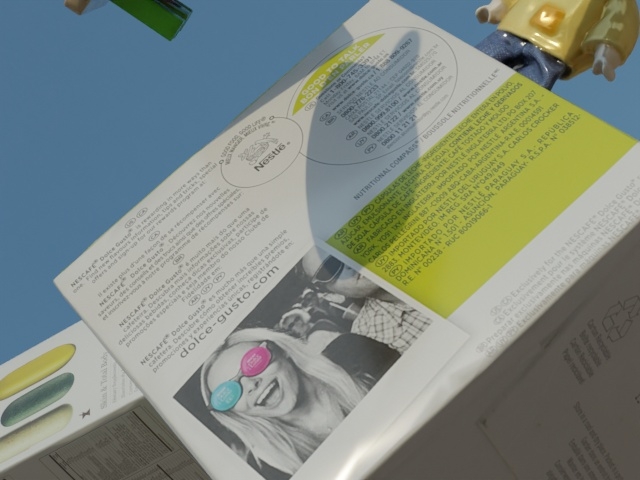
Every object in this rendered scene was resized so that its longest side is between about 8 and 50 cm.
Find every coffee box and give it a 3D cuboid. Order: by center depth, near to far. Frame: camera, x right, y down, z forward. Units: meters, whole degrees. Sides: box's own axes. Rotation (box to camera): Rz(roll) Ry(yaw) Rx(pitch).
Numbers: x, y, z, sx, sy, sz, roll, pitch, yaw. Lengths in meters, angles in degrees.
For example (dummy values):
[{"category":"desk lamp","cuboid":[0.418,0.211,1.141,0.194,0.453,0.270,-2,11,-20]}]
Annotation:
[{"category":"coffee box","cuboid":[0.077,0.086,0.953,0.338,0.334,0.338,-43,-45,-7]}]

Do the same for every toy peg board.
[{"category":"toy peg board","cuboid":[-0.109,-0.228,0.961,0.079,0.161,0.161,33,-81,-10]}]

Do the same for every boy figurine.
[{"category":"boy figurine","cuboid":[0.232,-0.208,1.208,0.285,0.177,0.092,-45,-44,0]}]

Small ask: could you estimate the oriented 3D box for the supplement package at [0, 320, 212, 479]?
[{"category":"supplement package","cuboid":[-0.263,0.233,1.533,0.262,0.199,0.198,-29,-55,13]}]
